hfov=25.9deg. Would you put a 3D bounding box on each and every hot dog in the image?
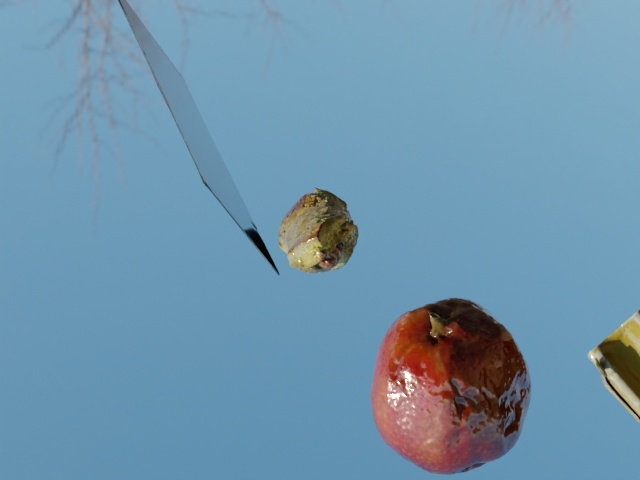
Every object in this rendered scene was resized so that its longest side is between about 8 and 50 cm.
[{"bbox_3d":[0.001,0.000,1.338,0.061,0.078,0.169,46,-172,-14],"label":"hot dog"}]

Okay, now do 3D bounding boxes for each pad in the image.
[{"bbox_3d":[-0.105,-0.095,1.153,0.004,0.164,0.243,-30,-124,4],"label":"pad"}]

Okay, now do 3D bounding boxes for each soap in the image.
[{"bbox_3d":[0.392,0.187,1.389,0.274,0.089,0.173,50,-164,11],"label":"soap"}]

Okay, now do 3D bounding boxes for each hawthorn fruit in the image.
[{"bbox_3d":[0.137,0.147,1.414,0.173,0.179,0.173,17,-153,-9],"label":"hawthorn fruit"}]
